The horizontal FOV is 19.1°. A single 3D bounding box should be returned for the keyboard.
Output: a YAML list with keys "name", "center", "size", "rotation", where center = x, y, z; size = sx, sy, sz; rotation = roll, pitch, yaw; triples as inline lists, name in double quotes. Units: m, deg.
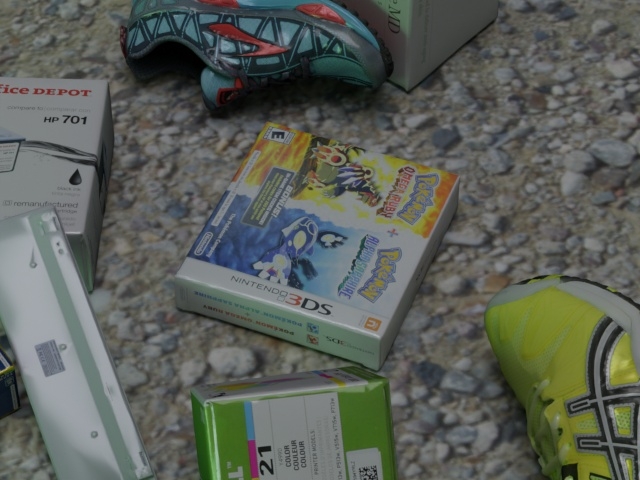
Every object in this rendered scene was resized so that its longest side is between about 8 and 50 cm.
- name: "keyboard"
  center: [-0.205, 0.090, 1.505]
  size: [0.072, 0.014, 0.256]
  rotation: [-21, 69, -6]

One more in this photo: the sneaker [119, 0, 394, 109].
- name: "sneaker"
  center: [-0.062, -0.165, 1.759]
  size: [0.261, 0.104, 0.125]
  rotation: [15, 66, 18]

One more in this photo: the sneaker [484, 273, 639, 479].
- name: "sneaker"
  center: [0.221, 0.172, 1.398]
  size: [0.147, 0.145, 0.385]
  rotation: [-22, 49, -20]

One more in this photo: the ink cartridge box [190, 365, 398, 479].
- name: "ink cartridge box"
  center: [-0.083, 0.155, 1.372]
  size: [0.255, 0.189, 0.097]
  rotation: [-5, 90, -7]

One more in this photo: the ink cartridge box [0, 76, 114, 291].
- name: "ink cartridge box"
  center: [-0.258, -0.051, 1.644]
  size: [0.139, 0.082, 0.191]
  rotation: [1, 49, 1]

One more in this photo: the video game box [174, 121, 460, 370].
- name: "video game box"
  center: [0.000, 0.000, 1.622]
  size: [0.187, 0.048, 0.205]
  rotation: [17, 50, 12]

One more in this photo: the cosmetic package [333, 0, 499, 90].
- name: "cosmetic package"
  center: [-0.006, -0.327, 1.825]
  size: [0.365, 0.197, 0.155]
  rotation: [32, 55, 28]

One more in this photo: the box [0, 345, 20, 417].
- name: "box"
  center: [-0.322, 0.135, 1.486]
  size: [0.169, 0.059, 0.054]
  rotation: [-28, 55, -23]
